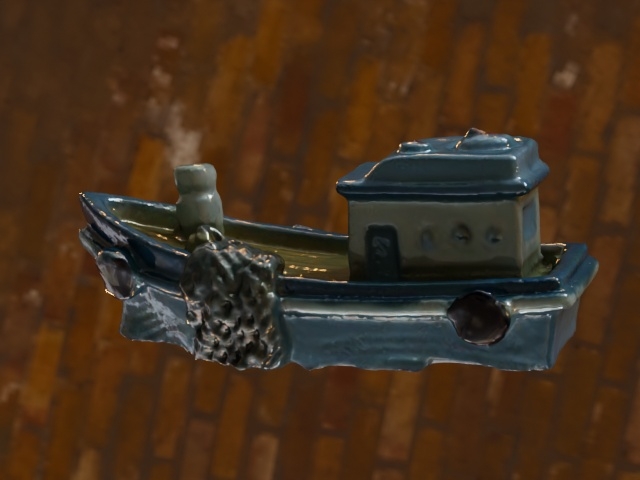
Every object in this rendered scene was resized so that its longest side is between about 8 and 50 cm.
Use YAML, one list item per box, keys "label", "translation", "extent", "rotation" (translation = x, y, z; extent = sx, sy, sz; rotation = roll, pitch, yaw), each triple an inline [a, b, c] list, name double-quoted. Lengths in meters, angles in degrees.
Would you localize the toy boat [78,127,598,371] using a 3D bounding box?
- label: "toy boat"
  translation: [0.000, 0.000, 0.851]
  extent: [0.238, 0.109, 0.098]
  rotation: [1, -77, 18]
